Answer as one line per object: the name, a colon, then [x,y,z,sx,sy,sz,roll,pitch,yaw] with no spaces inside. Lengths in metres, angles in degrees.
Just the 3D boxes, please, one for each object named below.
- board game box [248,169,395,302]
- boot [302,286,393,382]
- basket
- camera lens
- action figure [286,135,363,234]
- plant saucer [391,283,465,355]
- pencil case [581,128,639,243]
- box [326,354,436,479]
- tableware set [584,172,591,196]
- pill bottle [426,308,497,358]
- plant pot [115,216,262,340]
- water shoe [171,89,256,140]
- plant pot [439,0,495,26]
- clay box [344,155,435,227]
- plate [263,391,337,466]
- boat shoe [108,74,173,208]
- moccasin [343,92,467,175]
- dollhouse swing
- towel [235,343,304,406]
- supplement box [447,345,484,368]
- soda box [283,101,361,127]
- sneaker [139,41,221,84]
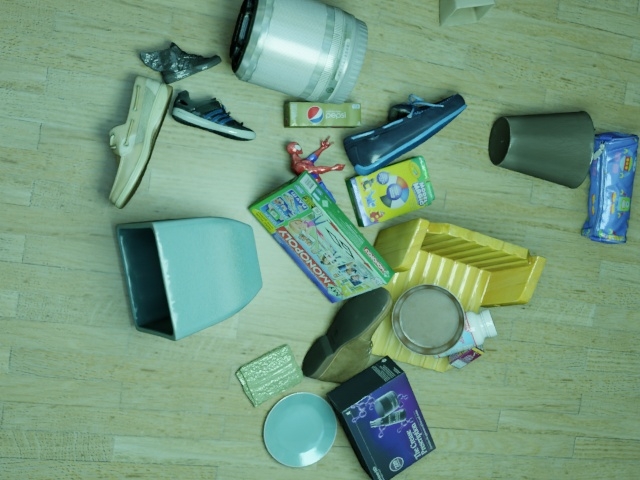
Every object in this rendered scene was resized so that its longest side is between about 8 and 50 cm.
board game box: [0.000,0.000,1.745,0.317,0.213,0.046,49,51,-13]
boot: [0.089,0.232,1.801,0.115,0.112,0.305,26,119,-27]
basket: [0.564,-0.244,1.931,0.226,0.154,0.205,3,94,-13]
camera lens: [-0.056,-0.441,1.695,0.274,0.219,0.220,14,89,-16]
action figure: [0.031,-0.140,1.808,0.139,0.091,0.280,-39,104,-4]
plant saucer: [0.251,0.183,1.732,0.168,0.029,0.169,1,93,12]
pencil case: [0.767,-0.141,1.989,0.133,0.119,0.306,-6,103,-39]
box: [0.152,0.446,1.839,0.184,0.103,0.261,-29,117,-10]
tableware set: [0.782,-0.196,2.061,0.168,0.020,0.141,-35,102,-12]
pill bottle: [0.334,0.219,1.778,0.160,0.087,0.087,-20,100,12]
plant pot: [-0.275,0.059,1.656,0.252,0.247,0.248,-14,97,-32]
water shoe: [-0.239,-0.289,1.728,0.203,0.073,0.080,16,86,-17]
plant pot: [0.358,-0.608,1.873,0.109,0.109,0.096,-11,84,-15]
clay box: [0.184,-0.126,1.871,0.222,0.053,0.128,-19,98,-14]
plate: [-0.051,0.467,1.852,0.188,0.024,0.188,-1,94,-17]
boat shoe: [-0.421,-0.220,1.664,0.098,0.109,0.303,20,82,-11]
moccasin: [0.209,-0.287,1.819,0.342,0.138,0.117,-31,83,-23]
dollhouse swing: [0.300,0.153,1.816,0.346,0.315,0.305,18,77,-17]
towel: [-0.122,0.327,1.822,0.148,0.027,0.110,-28,100,-12]
supplement box: [0.355,0.270,1.838,0.043,0.055,0.083,30,126,-32]
soda box: [0.005,-0.302,1.804,0.181,0.061,0.058,-2,94,-17]
sneaker: [-0.318,-0.417,1.707,0.170,0.051,0.089,-25,104,-10]
